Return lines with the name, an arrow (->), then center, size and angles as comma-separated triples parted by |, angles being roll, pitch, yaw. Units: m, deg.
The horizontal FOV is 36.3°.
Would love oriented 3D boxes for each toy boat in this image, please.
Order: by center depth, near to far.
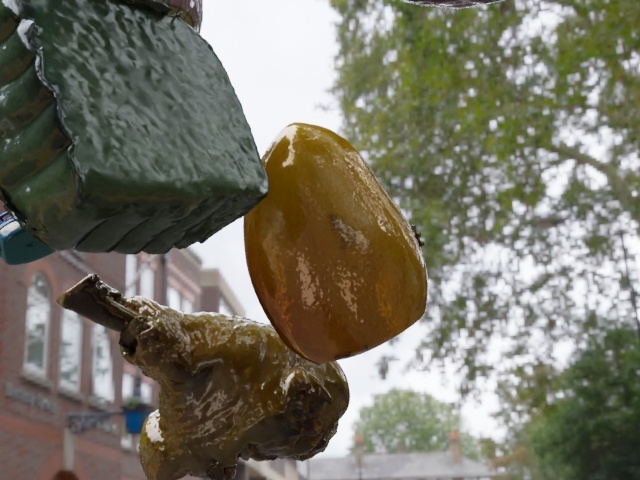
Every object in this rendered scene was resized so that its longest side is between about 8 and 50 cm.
toy boat -> -0.416, -0.037, 1.475 | 0.175, 0.110, 0.091 | -22, -43, -26

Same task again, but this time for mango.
mango -> 0.000, 0.000, 1.074 | 0.187, 0.257, 0.138 | -27, 4, 20

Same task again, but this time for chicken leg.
chicken leg -> -0.177, 0.198, 1.271 | 0.409, 0.182, 0.295 | 33, -76, -21

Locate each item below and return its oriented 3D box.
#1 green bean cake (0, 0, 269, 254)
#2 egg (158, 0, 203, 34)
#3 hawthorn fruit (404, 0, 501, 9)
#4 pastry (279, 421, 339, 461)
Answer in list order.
green bean cake -> -0.173, -0.103, 0.814 | 0.124, 0.223, 0.227 | -31, -21, 31
egg -> -0.221, -0.256, 1.007 | 0.196, 0.196, 0.271 | -6, -25, 9
hawthorn fruit -> 0.203, -0.442, 1.293 | 0.307, 0.265, 0.265 | -1, -17, 29
pastry -> -0.096, 0.254, 1.701 | 0.284, 0.184, 0.315 | 23, 5, 26
